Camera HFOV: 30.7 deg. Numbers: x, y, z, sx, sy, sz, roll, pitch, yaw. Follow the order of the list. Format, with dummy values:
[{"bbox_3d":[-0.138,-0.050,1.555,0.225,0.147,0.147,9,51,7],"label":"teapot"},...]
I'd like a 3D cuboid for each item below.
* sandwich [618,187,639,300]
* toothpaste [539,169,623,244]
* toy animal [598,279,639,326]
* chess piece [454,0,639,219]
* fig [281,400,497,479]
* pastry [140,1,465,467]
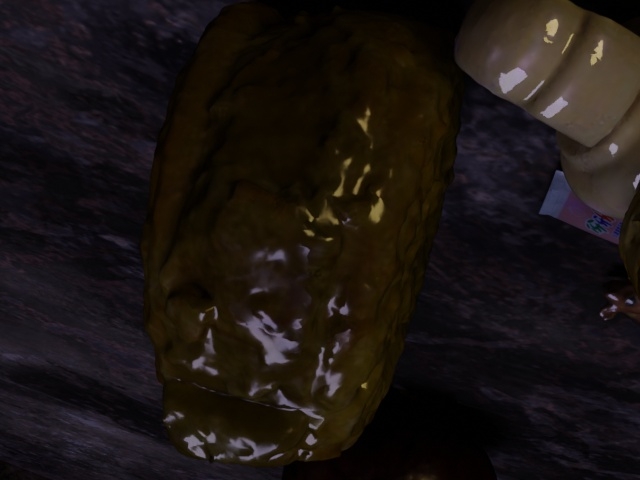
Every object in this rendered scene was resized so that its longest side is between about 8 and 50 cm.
[{"bbox_3d":[0.245,0.008,0.469,0.215,0.065,0.186,-34,116,15],"label":"sandwich"},{"bbox_3d":[0.228,0.002,0.690,0.195,0.042,0.067,19,162,8],"label":"toothpaste"},{"bbox_3d":[0.307,0.101,0.839,0.230,0.066,0.224,10,146,10],"label":"toy animal"},{"bbox_3d":[0.235,-0.016,0.551,0.397,0.117,0.117,27,156,-20],"label":"chess piece"},{"bbox_3d":[0.074,0.274,1.242,0.235,0.214,0.235,37,158,17],"label":"fig"},{"bbox_3d":[0.000,0.000,0.584,0.132,0.235,0.240,6,167,13],"label":"pastry"}]
